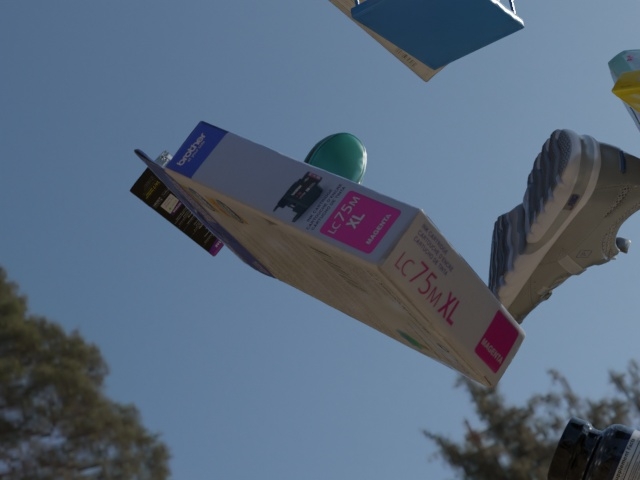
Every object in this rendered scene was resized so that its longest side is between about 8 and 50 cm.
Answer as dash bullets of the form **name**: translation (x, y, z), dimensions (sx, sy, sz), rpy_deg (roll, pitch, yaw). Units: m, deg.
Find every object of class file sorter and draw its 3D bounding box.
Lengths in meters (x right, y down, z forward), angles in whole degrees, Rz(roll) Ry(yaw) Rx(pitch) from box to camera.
- **file sorter**: translation (0.121, -0.278, 1.400), dimensions (0.118, 0.104, 0.170), rpy_deg (-22, -26, 30)

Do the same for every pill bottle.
- **pill bottle**: translation (0.414, 0.313, 1.687), dimensions (0.123, 0.219, 0.122), rpy_deg (-53, -25, -38)

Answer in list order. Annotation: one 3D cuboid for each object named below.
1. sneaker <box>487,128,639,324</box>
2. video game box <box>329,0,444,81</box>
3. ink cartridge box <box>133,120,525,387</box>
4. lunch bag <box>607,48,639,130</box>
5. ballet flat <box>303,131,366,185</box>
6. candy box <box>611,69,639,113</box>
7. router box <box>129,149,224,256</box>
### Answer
- **sneaker**: translation (0.230, 0.010, 1.221), dimensions (0.115, 0.105, 0.281), rpy_deg (12, -30, -5)
- **video game box**: translation (0.119, -0.326, 1.765), dimensions (0.205, 0.048, 0.187), rpy_deg (39, -24, -9)
- **ink cartridge box**: translation (0.000, 0.000, 1.037), dimensions (0.065, 0.311, 0.186), rpy_deg (-56, -46, -12)
- **lunch bag**: translation (0.534, -0.165, 1.810), dimensions (0.262, 0.223, 0.160), rpy_deg (20, -63, -13)
- **ballet flat**: translation (-0.003, -0.047, 1.679), dimensions (0.083, 0.247, 0.087), rpy_deg (28, -51, -7)
- **candy box**: translation (0.344, -0.115, 1.112), dimensions (0.105, 0.206, 0.027), rpy_deg (35, -98, -15)
- **router box**: translation (-0.169, -0.050, 1.656), dimensions (0.133, 0.179, 0.046), rpy_deg (38, -83, -6)
